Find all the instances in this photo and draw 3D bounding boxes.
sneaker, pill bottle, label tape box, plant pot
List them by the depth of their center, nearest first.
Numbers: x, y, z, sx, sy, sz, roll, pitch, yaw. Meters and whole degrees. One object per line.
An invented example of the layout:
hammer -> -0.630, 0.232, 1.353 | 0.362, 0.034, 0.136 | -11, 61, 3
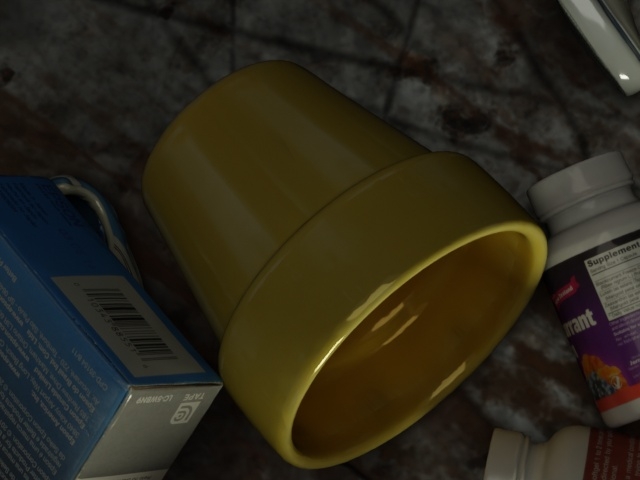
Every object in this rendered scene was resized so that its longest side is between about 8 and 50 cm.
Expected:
plant pot -> 0.000, 0.000, 1.443 | 0.254, 0.254, 0.239 | -42, 65, 1
pill bottle -> 0.228, 0.204, 1.444 | 0.216, 0.121, 0.121 | 11, 86, 8
label tape box -> -0.251, 0.151, 1.463 | 0.240, 0.106, 0.334 | 47, 117, 29
pill bottle -> 0.229, 0.035, 1.467 | 0.108, 0.108, 0.194 | -23, 82, 4
sneaker -> 0.206, -0.239, 1.503 | 0.091, 0.094, 0.258 | -27, 81, 8
sneaker -> -0.170, 0.059, 1.525 | 0.085, 0.086, 0.237 | -26, 83, 2
